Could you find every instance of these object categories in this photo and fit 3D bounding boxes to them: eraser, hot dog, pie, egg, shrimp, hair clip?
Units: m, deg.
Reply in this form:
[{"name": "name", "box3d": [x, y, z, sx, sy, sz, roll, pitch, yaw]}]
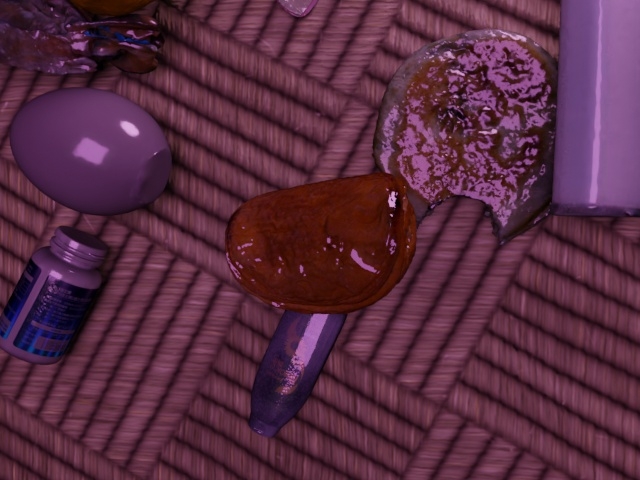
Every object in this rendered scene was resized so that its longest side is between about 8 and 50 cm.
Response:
[{"name": "eraser", "box3d": [0.375, -0.172, 0.871, 0.189, 0.104, 0.290, 2, 90, -37]}, {"name": "hot dog", "box3d": [0.000, 0.000, 0.924, 0.272, 0.122, 0.196, -10, 65, 28]}, {"name": "pie", "box3d": [0.217, -0.148, 0.946, 0.302, 0.067, 0.302, 0, 91, 7]}, {"name": "egg", "box3d": [-0.330, -0.128, 0.964, 0.232, 0.176, 0.176, 15, 93, 9]}, {"name": "shrimp", "box3d": [-0.438, -0.354, 1.021, 0.446, 0.110, 0.221, 21, 76, 7]}, {"name": "hair clip", "box3d": [-0.012, -0.393, 0.995, 0.054, 0.022, 0.137, 33, 94, 5]}]

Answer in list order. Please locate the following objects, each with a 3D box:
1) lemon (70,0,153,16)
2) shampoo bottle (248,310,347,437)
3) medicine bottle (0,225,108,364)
[{"name": "lemon", "box3d": [-0.280, -0.405, 0.885, 0.204, 0.204, 0.260, -21, 49, 7]}, {"name": "shampoo bottle", "box3d": [-0.038, 0.174, 0.991, 0.087, 0.049, 0.233, 27, 94, 14]}, {"name": "medicine bottle", "box3d": [-0.396, 0.080, 1.009, 0.107, 0.107, 0.191, 30, 94, 6]}]
